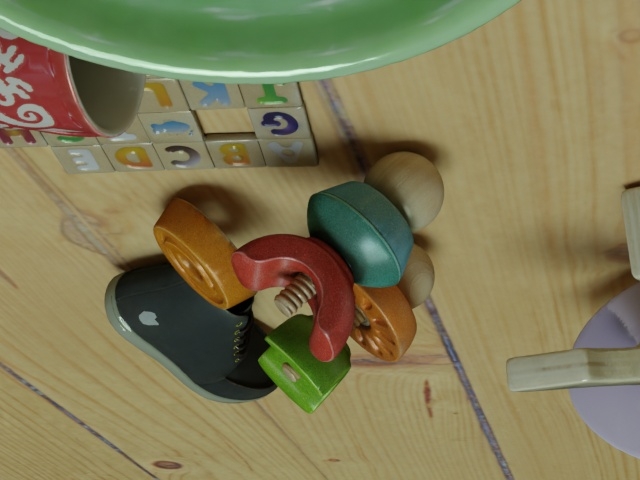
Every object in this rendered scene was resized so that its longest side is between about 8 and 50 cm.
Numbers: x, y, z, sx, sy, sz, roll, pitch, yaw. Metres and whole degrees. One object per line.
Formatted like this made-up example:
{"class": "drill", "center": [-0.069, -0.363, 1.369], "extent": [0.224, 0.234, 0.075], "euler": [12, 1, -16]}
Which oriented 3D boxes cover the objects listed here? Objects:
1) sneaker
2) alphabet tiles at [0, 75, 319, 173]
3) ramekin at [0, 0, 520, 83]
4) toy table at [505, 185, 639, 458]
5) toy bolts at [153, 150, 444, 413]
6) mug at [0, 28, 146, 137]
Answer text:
{"class": "sneaker", "center": [-0.081, 0.086, 1.085], "extent": [0.118, 0.083, 0.222], "euler": [-17, 145, 33]}
{"class": "alphabet tiles", "center": [-0.131, -0.100, 0.810], "extent": [0.237, 0.009, 0.198], "euler": [-2, 153, 9]}
{"class": "ramekin", "center": [-0.041, -0.205, 0.443], "extent": [0.303, 0.148, 0.303], "euler": [3, 153, 2]}
{"class": "toy table", "center": [0.295, 0.090, 0.913], "extent": [0.274, 0.252, 0.161], "euler": [-26, 158, 31]}
{"class": "toy bolts", "center": [0.000, 0.000, 0.911], "extent": [0.218, 0.158, 0.228], "euler": [46, 161, 5]}
{"class": "mug", "center": [-0.197, -0.101, 0.695], "extent": [0.169, 0.113, 0.150], "euler": [0, 129, 14]}
